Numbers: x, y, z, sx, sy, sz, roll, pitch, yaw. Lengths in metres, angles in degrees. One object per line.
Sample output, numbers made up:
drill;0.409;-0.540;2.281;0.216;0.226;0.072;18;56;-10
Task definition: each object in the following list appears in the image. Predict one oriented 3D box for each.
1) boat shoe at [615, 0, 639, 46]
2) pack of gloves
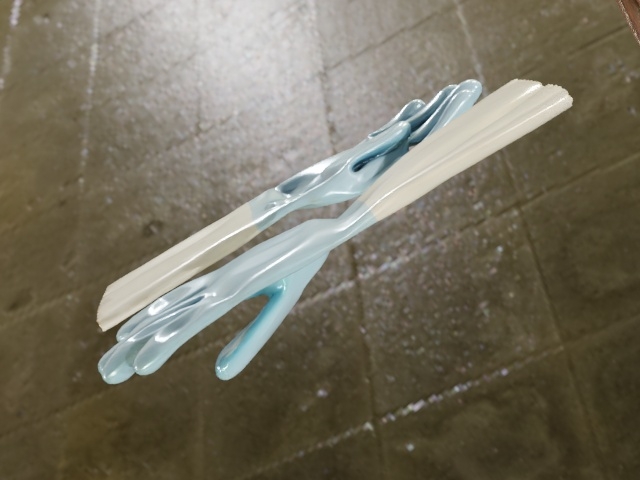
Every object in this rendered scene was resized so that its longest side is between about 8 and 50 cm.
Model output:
boat shoe;0.066;-0.130;0.348;0.073;0.207;0.073;-37;15;28
pack of gloves;0.000;0.000;0.571;0.232;0.046;0.195;-31;11;0
